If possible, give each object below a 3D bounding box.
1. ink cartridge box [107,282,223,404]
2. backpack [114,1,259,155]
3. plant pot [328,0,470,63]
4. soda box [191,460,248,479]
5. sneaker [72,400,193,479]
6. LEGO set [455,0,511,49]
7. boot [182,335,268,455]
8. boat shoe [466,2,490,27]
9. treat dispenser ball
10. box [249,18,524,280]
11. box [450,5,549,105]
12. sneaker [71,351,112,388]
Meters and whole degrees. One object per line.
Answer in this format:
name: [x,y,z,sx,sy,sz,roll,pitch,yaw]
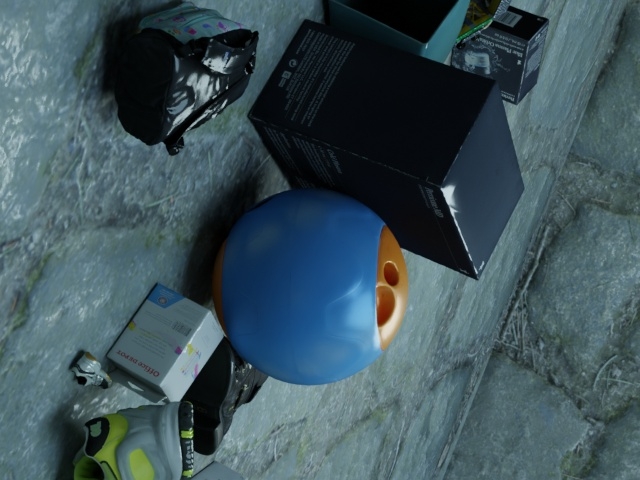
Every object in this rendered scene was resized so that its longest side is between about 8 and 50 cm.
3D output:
ink cartridge box: [-0.216,0.152,1.575,0.143,0.092,0.090,-56,158,-20]
backpack: [-0.151,-0.202,1.317,0.182,0.115,0.152,-40,159,-50]
plant pot: [0.116,-0.312,1.777,0.165,0.165,0.234,-54,165,-27]
soda box: [-0.212,0.455,1.936,0.216,0.073,0.069,-27,137,-59]
sneaker: [-0.276,0.332,1.605,0.385,0.147,0.145,113,-22,-47]
LEGO set: [0.215,-0.474,1.860,0.255,0.192,0.331,-36,163,-20]
boot: [-0.138,0.195,1.841,0.229,0.091,0.263,-49,158,-48]
boat shoe: [0.317,-0.516,2.094,0.324,0.123,0.116,-59,166,1]
treat dispenser ball: [-0.015,0.067,1.683,0.288,0.288,0.288,-50,154,-35]
box: [0.113,-0.128,1.716,0.179,0.312,0.343,-60,155,-13]
box: [0.346,-0.371,2.241,0.093,0.156,0.158,-48,153,-36]
sneaker: [-0.300,0.175,1.497,0.037,0.032,0.083,-44,148,-15]
